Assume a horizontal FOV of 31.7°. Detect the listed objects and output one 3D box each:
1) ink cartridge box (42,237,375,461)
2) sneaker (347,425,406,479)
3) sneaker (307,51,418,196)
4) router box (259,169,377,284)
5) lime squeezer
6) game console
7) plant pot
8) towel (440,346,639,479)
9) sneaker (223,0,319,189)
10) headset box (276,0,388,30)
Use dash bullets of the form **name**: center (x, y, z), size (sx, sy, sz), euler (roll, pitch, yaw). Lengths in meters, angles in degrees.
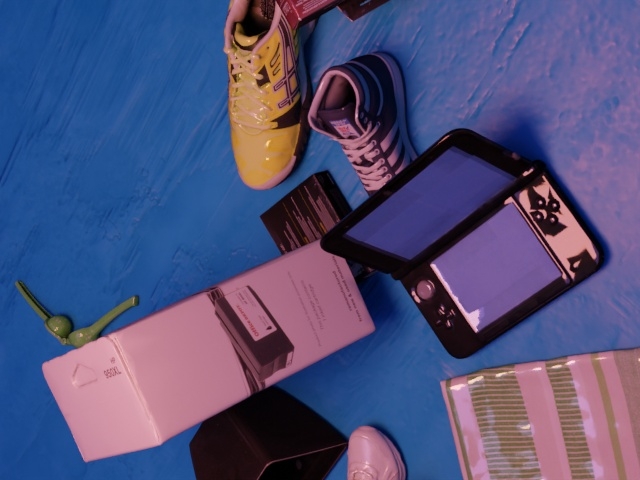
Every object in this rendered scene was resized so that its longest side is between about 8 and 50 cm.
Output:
- **ink cartridge box**: center (-0.165, 0.160, 1.656), size (0.285, 0.395, 0.166), euler (-26, 88, 55)
- **sneaker**: center (0.074, 0.409, 1.764), size (0.090, 0.115, 0.232), euler (-2, 99, 34)
- **sneaker**: center (0.070, -0.126, 1.624), size (0.099, 0.153, 0.282), euler (-10, 96, 35)
- **router box**: center (0.000, 0.000, 1.765), size (0.133, 0.046, 0.179), euler (-35, 80, 34)
- **lime squeezer**: center (-0.469, 0.144, 2.102), size (0.310, 0.059, 0.110), euler (5, 104, 33)
- **game console**: center (0.193, 0.016, 1.564), size (0.293, 0.173, 0.250), euler (-40, 78, 34)
- **plant pot**: center (-0.103, 0.346, 1.840), size (0.167, 0.187, 0.188), euler (49, 123, 30)
- **towel**: center (0.339, 0.291, 1.611), size (0.324, 0.038, 0.248), euler (-12, 93, 35)
- **sneaker**: center (-0.097, -0.262, 1.710), size (0.145, 0.147, 0.385), euler (14, 109, 29)
- **headset box**: center (0.003, -0.444, 1.540), size (0.218, 0.110, 0.293), euler (-29, 96, -4)
